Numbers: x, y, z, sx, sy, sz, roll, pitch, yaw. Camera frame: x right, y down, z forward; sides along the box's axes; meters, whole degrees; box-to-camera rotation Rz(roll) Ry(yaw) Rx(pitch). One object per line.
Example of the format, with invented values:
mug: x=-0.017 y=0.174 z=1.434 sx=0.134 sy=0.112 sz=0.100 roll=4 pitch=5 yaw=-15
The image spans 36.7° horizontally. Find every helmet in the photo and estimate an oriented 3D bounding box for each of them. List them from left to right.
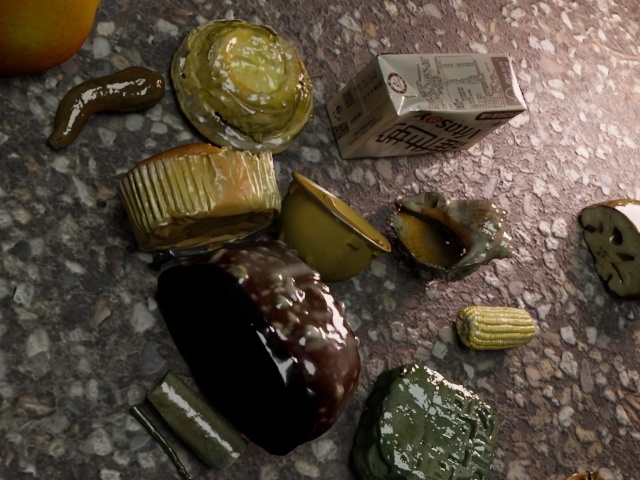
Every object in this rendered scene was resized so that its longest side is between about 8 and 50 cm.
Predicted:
helmet: x=0.000 y=0.000 z=1.617 sx=0.205 sy=0.257 sz=0.140 roll=42 pitch=95 yaw=18

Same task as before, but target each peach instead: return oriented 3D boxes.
peach: x=-0.495 y=-0.408 z=1.396 sx=0.380 sy=0.306 sz=0.243 roll=19 pitch=55 yaw=-30

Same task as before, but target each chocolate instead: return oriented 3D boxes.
chocolate: x=-0.068 y=0.139 z=1.468 sx=0.210 sy=0.225 sz=0.340 roll=-22 pitch=65 yaw=-40

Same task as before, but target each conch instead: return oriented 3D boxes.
conch: x=0.233 y=-0.009 z=1.764 sx=0.245 sy=0.163 sz=0.178 roll=28 pitch=35 yaw=16

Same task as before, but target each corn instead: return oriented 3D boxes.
corn: x=0.329 y=0.162 z=1.803 sx=0.165 sy=0.063 sz=0.085 roll=0 pitch=47 yaw=-34

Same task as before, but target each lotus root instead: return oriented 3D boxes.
lotus root: x=0.654 y=0.009 z=2.031 sx=0.119 sy=0.138 sz=0.235 roll=-4 pitch=67 yaw=-43

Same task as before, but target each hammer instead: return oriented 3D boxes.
hammer: x=-0.183 y=0.020 z=1.555 sx=0.201 sy=0.078 sz=0.021 roll=-7 pitch=76 yaw=-45

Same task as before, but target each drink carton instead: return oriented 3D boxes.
drink carton: x=0.202 y=-0.252 z=1.813 sx=0.324 sy=0.194 sz=0.132 roll=-7 pitch=73 yaw=-33

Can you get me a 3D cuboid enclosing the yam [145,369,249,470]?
yam: x=-0.188 y=0.272 z=1.439 sx=0.169 sy=0.068 sz=0.068 roll=44 pitch=55 yaw=-8

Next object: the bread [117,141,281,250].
bread: x=-0.188 y=-0.070 z=1.513 sx=0.250 sy=0.179 sz=0.133 roll=-10 pitch=71 yaw=-34

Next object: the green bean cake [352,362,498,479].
green bean cake: x=0.173 y=0.337 z=1.603 sx=0.227 sy=0.125 sz=0.223 roll=29 pitch=57 yaw=-13

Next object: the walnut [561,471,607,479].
walnut: x=0.451 y=0.515 z=1.708 sx=0.167 sy=0.087 sz=0.211 roll=29 pitch=57 yaw=-23

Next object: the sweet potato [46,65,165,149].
sweet potato: x=-0.348 y=-0.225 z=1.552 sx=0.233 sy=0.062 sz=0.081 roll=-32 pitch=90 yaw=-33

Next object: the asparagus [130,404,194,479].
asparagus: x=-0.229 y=0.310 z=1.431 sx=0.163 sy=0.016 sz=0.016 roll=54 pitch=27 yaw=-2

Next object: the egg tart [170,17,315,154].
egg tart: x=-0.125 y=-0.280 z=1.689 sx=0.278 sy=0.095 sz=0.279 roll=11 pitch=66 yaw=-26
